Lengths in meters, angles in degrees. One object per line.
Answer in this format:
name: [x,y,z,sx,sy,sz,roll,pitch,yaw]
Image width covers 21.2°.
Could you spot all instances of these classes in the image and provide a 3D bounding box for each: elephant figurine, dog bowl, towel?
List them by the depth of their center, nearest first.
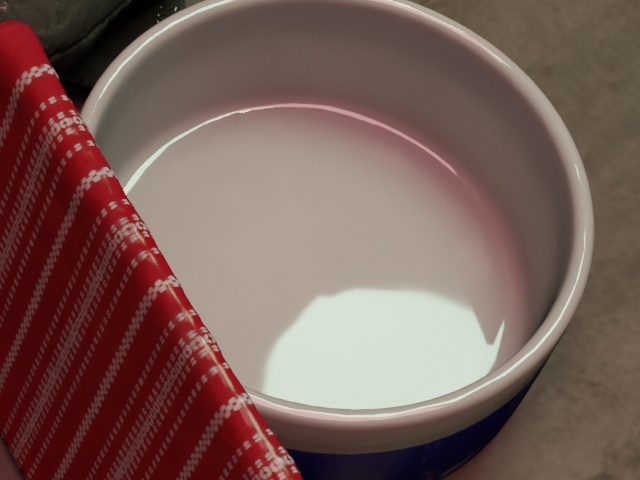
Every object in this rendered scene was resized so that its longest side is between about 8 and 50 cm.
towel: [-0.102,0.058,0.778,0.031,0.199,0.275,-17,62,-34]
dog bowl: [0.000,0.000,0.885,0.265,0.104,0.265,5,57,-7]
elephant figurine: [-0.123,-0.171,0.952,0.239,0.169,0.186,-16,90,-36]
